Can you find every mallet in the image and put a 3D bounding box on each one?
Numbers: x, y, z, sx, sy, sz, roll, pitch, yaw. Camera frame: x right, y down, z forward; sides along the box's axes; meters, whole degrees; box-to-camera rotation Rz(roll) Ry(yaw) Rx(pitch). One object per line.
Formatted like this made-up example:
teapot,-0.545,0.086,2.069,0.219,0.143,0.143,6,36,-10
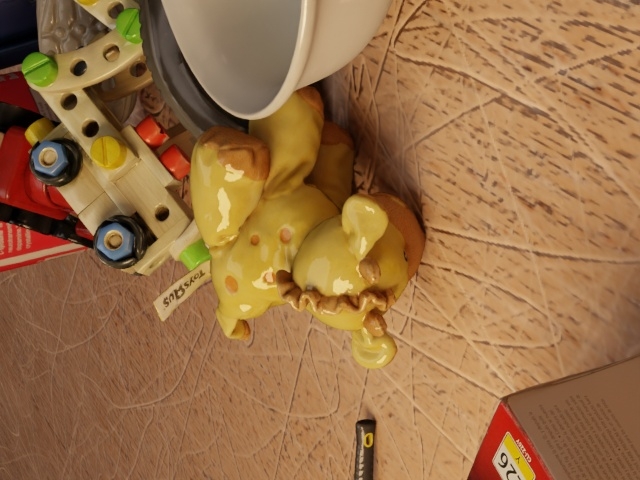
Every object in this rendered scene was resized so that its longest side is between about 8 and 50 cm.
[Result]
mallet,0.044,0.245,1.404,0.039,0.062,0.190,32,117,58

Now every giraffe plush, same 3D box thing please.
giraffe plush,0.000,0.000,1.204,0.170,0.210,0.181,15,153,38

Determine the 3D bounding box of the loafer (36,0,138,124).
loafer,-0.249,-0.277,1.708,0.111,0.112,0.320,-61,-35,-69

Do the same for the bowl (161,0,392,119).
bowl,-0.019,-0.240,1.121,0.298,0.134,0.298,45,142,52

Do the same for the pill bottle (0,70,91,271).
pill bottle,-0.445,-0.062,1.874,0.229,0.407,0.229,45,143,50

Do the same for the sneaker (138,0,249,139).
sneaker,-0.082,-0.225,1.294,0.139,0.125,0.341,-25,82,63

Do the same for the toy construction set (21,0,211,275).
toy construction set,-0.150,-0.095,1.466,0.328,0.215,0.151,52,-175,28

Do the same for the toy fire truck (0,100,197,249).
toy fire truck,-0.206,-0.063,1.641,0.246,0.217,0.159,17,87,34

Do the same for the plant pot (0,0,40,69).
plant pot,-0.439,-0.325,1.949,0.236,0.236,0.212,50,152,46

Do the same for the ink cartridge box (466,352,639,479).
ink cartridge box,0.197,0.267,0.923,0.309,0.130,0.272,60,154,32
